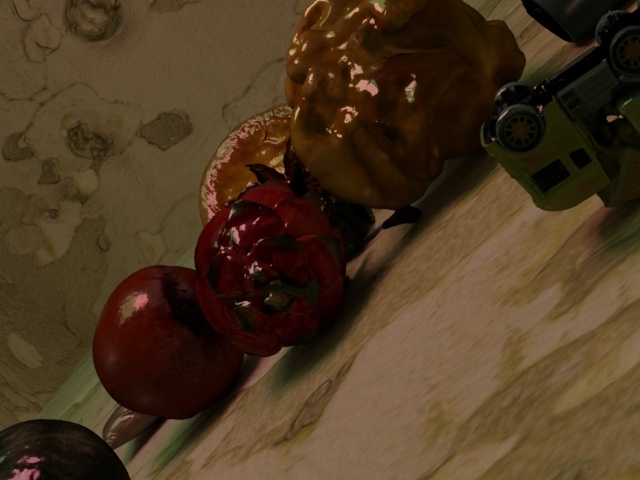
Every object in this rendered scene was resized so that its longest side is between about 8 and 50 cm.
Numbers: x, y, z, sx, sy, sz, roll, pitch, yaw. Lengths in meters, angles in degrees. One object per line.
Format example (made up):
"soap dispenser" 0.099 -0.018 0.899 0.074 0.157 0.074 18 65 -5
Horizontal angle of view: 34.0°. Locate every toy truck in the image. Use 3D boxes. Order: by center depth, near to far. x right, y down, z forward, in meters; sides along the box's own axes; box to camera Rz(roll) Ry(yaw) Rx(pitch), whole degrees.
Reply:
"toy truck" 0.219 -0.095 0.753 0.191 0.116 0.085 -35 12 16

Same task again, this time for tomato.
"tomato" -0.200 0.132 1.413 0.208 0.208 0.184 -64 0 -62

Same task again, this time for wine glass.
"wine glass" 0.000 0.000 1.465 0.079 0.079 0.195 -53 10 -33

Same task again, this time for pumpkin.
"pumpkin" -0.337 0.348 1.164 0.300 0.207 0.300 -35 23 17

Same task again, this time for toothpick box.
"toothpick box" 0.327 -0.330 1.248 0.184 0.120 0.120 -50 9 8

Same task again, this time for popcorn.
"popcorn" 0.101 -0.201 1.274 0.297 0.281 0.316 -9 36 2

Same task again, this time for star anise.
"star anise" -0.026 -0.074 1.629 0.196 0.212 0.111 -70 -19 -4

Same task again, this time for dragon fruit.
"dragon fruit" -0.052 0.026 1.246 0.193 0.192 0.274 -27 13 14

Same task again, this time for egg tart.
"egg tart" -0.055 -0.090 1.790 0.319 0.128 0.319 -12 61 23

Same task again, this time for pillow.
"pillow" -0.247 0.223 1.695 0.270 0.067 0.173 -48 4 -7
